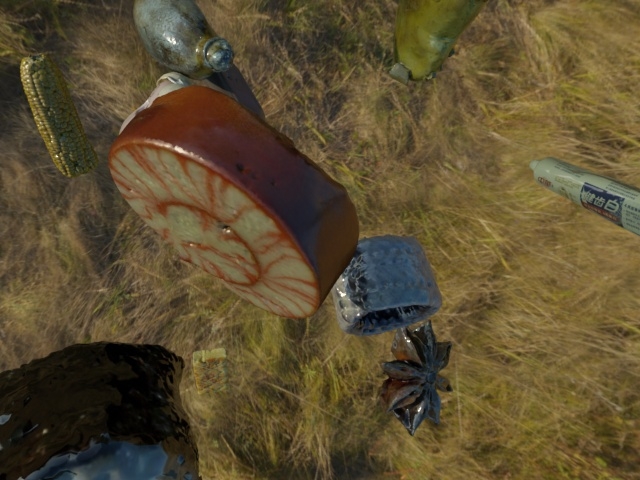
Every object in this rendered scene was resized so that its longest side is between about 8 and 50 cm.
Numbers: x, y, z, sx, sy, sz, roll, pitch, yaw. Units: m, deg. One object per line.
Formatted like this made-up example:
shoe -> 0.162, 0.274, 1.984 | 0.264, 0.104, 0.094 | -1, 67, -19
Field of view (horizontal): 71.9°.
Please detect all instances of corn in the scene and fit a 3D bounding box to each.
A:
corn -> -0.630, -0.289, 1.058 | 0.101, 0.102, 0.313 | -17, 134, -15

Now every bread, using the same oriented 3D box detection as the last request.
bread -> -0.416, 0.505, 1.697 | 0.125, 0.068, 0.188 | -5, 121, -13
bread -> -0.107, -0.037, 0.571 | 0.327, 0.295, 0.114 | 42, 60, -15

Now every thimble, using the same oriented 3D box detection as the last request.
thimble -> 0.124, 0.094, 0.912 | 0.245, 0.217, 0.157 | 15, 52, -50

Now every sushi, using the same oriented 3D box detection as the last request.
sushi -> -0.274, 0.200, 0.349 | 0.348, 0.207, 0.234 | -25, 134, -14

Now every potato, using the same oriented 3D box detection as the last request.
potato -> 0.137, -0.271, 0.466 | 0.090, 0.225, 0.117 | 13, 54, -12

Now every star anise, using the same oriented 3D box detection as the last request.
star anise -> 0.275, 0.389, 1.277 | 0.331, 0.117, 0.332 | 9, 76, -37

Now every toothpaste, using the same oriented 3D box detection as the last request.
toothpaste -> 0.316, -0.052, 0.501 | 0.038, 0.233, 0.060 | -22, 120, -3

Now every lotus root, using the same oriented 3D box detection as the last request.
lotus root -> -0.283, -0.410, 0.905 | 0.140, 0.322, 0.158 | -39, 147, 0

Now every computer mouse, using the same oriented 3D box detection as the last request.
computer mouse -> -0.209, -0.350, 1.042 | 0.120, 0.057, 0.232 | -2, 55, -53

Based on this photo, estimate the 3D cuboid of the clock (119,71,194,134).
clock -> -0.565, -0.434, 1.580 | 0.326, 0.342, 0.184 | -46, 130, 11
